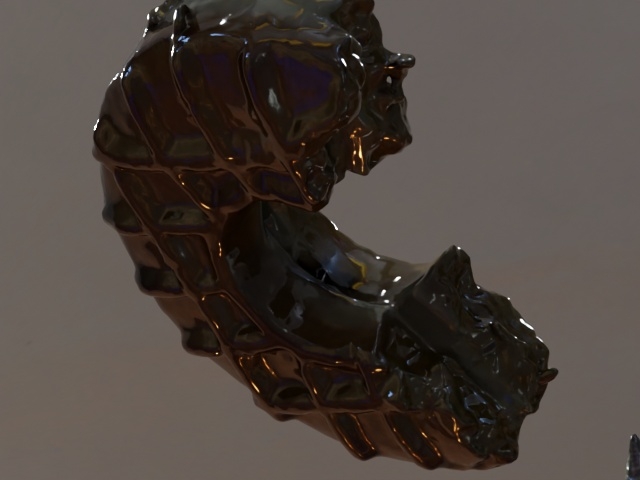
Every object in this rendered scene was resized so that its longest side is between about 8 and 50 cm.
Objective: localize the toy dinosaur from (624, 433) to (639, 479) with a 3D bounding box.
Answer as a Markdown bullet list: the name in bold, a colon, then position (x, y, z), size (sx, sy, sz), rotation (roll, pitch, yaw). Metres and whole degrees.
- **toy dinosaur**: position (0.247, 0.302, 1.345), size (0.077, 0.162, 0.294), rotation (9, -125, -58)

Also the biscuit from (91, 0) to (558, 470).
- **biscuit**: position (-0.017, -0.007, 1.135), size (0.115, 0.268, 0.366), rotation (-52, -52, -37)
